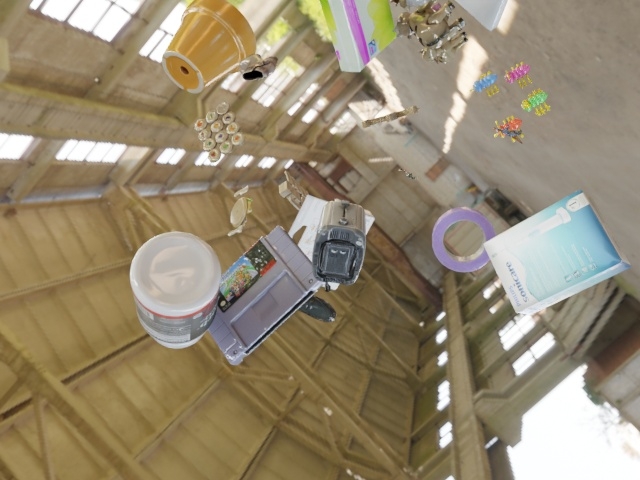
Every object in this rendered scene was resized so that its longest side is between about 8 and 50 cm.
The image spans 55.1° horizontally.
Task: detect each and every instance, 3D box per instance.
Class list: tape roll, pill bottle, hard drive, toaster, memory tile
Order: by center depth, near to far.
[{"bbox_3d":[-0.256,-0.275,1.552,0.148,0.113,0.012,63,-171,29],"label":"memory tile"},{"bbox_3d":[-0.365,0.143,1.563,0.210,0.210,0.363,46,155,11],"label":"pill bottle"},{"bbox_3d":[0.049,0.008,1.569,0.129,0.227,0.147,8,-139,2],"label":"toaster"},{"bbox_3d":[0.432,-0.004,1.855,0.189,0.189,0.080,44,-166,0],"label":"tape roll"},{"bbox_3d":[0.493,-0.833,1.862,0.233,0.047,0.353,49,168,15],"label":"hard drive"}]

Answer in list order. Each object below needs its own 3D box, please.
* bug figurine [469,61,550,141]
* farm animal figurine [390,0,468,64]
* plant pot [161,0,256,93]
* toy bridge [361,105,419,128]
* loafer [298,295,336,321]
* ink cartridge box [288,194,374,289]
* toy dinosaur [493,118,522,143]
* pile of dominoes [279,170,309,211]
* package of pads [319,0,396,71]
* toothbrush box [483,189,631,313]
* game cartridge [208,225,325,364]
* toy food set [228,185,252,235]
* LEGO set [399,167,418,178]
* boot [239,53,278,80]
[{"bbox_3d":[0.653,-0.495,2.117,0.072,0.216,0.279,9,-126,-61],"label":"bug figurine"},{"bbox_3d":[0.327,-0.663,1.902,0.330,0.172,0.327,43,-164,-22],"label":"farm animal figurine"},{"bbox_3d":[-0.299,-0.485,1.570,0.205,0.188,0.205,25,151,15],"label":"plant pot"},{"bbox_3d":[0.223,-0.386,1.911,0.063,0.188,0.026,-29,-74,-55],"label":"toy bridge"},{"bbox_3d":[-0.049,0.215,2.078,0.223,0.076,0.078,27,-169,27],"label":"loafer"},{"bbox_3d":[0.000,0.000,2.035,0.261,0.296,0.066,19,-159,-26],"label":"ink cartridge box"},{"bbox_3d":[0.590,-0.339,1.940,0.047,0.082,0.090,-41,-55,-44],"label":"toy dinosaur"},{"bbox_3d":[-0.074,-0.143,2.458,0.251,0.040,0.196,45,-157,-35],"label":"pile of dominoes"},{"bbox_3d":[0.120,-0.712,1.907,0.101,0.229,0.297,17,143,38],"label":"package of pads"},{"bbox_3d":[0.620,0.039,1.626,0.126,0.295,0.217,14,-132,-53],"label":"toothbrush box"},{"bbox_3d":[-0.180,0.150,1.737,0.230,0.355,0.068,48,-175,23],"label":"game cartridge"},{"bbox_3d":[-0.311,-0.109,2.425,0.038,0.192,0.132,18,159,-31],"label":"toy food set"},{"bbox_3d":[0.346,-0.260,2.434,0.083,0.024,0.054,35,-161,33],"label":"LEGO set"},{"bbox_3d":[-0.151,-0.384,1.375,0.087,0.118,0.042,-57,-46,-43],"label":"boot"}]
